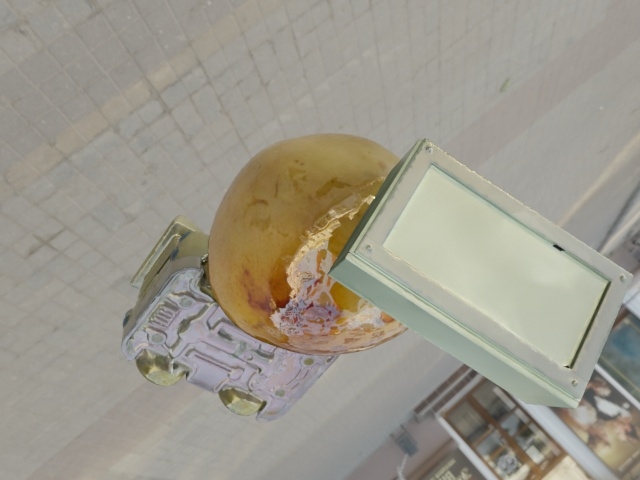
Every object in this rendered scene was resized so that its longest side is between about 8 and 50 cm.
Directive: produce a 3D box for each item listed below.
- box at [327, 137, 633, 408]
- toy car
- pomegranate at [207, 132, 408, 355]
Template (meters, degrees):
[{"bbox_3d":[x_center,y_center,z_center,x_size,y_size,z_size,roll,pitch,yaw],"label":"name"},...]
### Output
[{"bbox_3d":[0.139,0.032,0.504,0.129,0.225,0.086,-58,-178,-17],"label":"box"},{"bbox_3d":[-0.155,0.135,0.998,0.336,0.226,0.242,29,110,-27],"label":"toy car"},{"bbox_3d":[0.000,0.000,0.739,0.319,0.319,0.319,-34,153,-20],"label":"pomegranate"}]
